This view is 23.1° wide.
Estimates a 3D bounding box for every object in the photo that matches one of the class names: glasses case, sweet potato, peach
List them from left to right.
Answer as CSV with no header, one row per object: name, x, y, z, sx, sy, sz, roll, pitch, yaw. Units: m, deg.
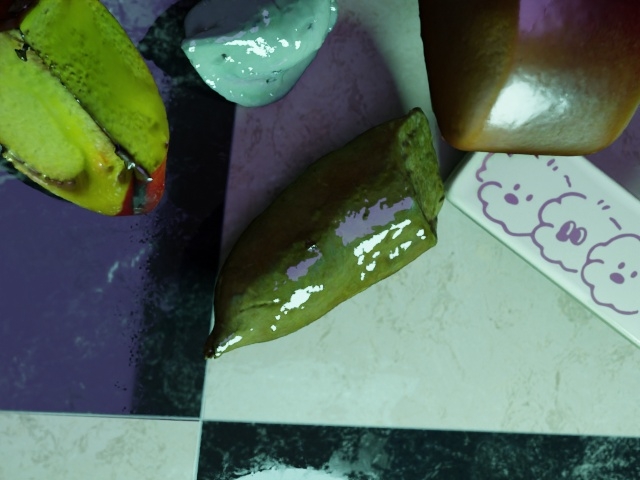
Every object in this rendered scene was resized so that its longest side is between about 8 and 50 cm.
peach,-0.258,-0.147,1.638,0.267,0.159,0.154,47,46,-30
sweet potato,0.000,0.000,1.776,0.370,0.158,0.157,-34,108,-9
glasses case,0.315,-0.010,1.880,0.336,0.076,0.144,36,90,-3

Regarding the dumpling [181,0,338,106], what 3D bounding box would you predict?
dumpling,-0.060,-0.222,1.740,0.217,0.105,0.149,-27,104,-29

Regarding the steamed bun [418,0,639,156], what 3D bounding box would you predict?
steamed bun,0.238,-0.289,1.739,0.235,0.248,0.379,4,72,-21
